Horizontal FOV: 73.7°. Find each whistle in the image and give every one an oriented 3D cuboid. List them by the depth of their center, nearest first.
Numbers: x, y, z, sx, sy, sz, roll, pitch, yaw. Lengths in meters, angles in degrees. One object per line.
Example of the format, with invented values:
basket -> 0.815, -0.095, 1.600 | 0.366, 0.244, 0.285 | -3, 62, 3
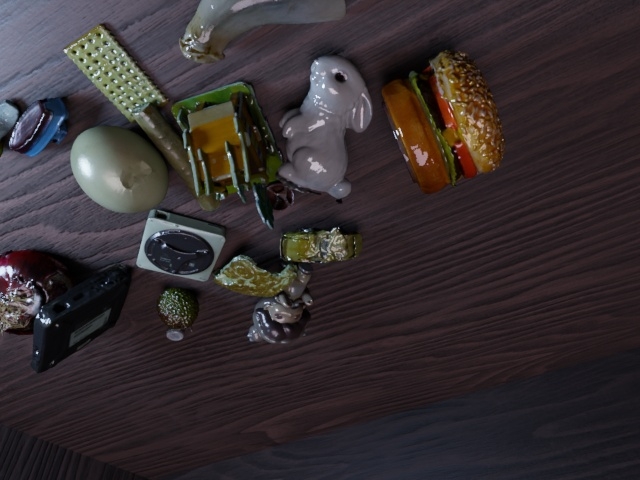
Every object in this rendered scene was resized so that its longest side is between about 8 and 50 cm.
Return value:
whistle -> -0.892, -0.290, 1.139 | 0.223, 0.123, 0.123 | -43, 126, 7

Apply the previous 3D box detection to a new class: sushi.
sushi -> 0.000, 0.003, 1.483 | 0.290, 0.131, 0.139 | 0, 111, 4

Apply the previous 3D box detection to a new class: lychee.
lychee -> -0.553, 0.255, 1.653 | 0.170, 0.171, 0.171 | -3, 134, -3

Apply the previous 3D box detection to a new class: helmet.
helmet -> -0.132, -0.139, 1.371 | 0.111, 0.057, 0.089 | -9, 99, 11

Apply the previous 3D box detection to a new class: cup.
cup -> -0.585, 0.363, 1.785 | 0.102, 0.099, 0.074 | 11, 133, -15

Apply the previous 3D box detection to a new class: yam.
yam -> -0.401, -0.230, 1.234 | 0.083, 0.083, 0.372 | -16, 137, 10

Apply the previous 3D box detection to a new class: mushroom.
mushroom -> -0.143, -0.521, 0.956 | 0.396, 0.126, 0.177 | -15, 142, 4

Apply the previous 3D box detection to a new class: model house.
model house -> -0.245, -0.178, 1.151 | 0.242, 0.313, 0.358 | -12, 135, 9

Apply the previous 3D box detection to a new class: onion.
onion -> -1.019, 0.170, 1.490 | 0.313, 0.232, 0.315 | -5, 112, -12

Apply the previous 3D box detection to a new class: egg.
egg -> -0.543, -0.190, 1.172 | 0.219, 0.219, 0.269 | -31, 131, 23

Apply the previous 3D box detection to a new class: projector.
projector -> -0.487, 0.031, 1.487 | 0.256, 0.079, 0.259 | 16, 132, -20

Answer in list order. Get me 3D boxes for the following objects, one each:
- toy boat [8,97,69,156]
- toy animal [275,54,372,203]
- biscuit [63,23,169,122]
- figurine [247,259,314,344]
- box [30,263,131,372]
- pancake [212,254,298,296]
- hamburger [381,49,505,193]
toy boat -> -0.745, -0.297, 1.148 | 0.223, 0.100, 0.097 | -31, 166, 28
toy animal -> 0.022, -0.302, 1.152 | 0.257, 0.194, 0.358 | 22, 121, -12
biscuit -> -0.517, -0.419, 1.094 | 0.138, 0.016, 0.231 | -22, 131, 17
figurine -> -0.140, 0.249, 1.665 | 0.248, 0.203, 0.381 | 2, 122, -28
box -> -0.844, 0.278, 1.520 | 0.091, 0.359, 0.350 | 38, 127, 7
pancake -> -0.246, 0.120, 1.543 | 0.375, 0.054, 0.198 | -1, 131, 20
hamburger -> 0.312, -0.293, 1.081 | 0.249, 0.330, 0.330 | -23, 132, 13
